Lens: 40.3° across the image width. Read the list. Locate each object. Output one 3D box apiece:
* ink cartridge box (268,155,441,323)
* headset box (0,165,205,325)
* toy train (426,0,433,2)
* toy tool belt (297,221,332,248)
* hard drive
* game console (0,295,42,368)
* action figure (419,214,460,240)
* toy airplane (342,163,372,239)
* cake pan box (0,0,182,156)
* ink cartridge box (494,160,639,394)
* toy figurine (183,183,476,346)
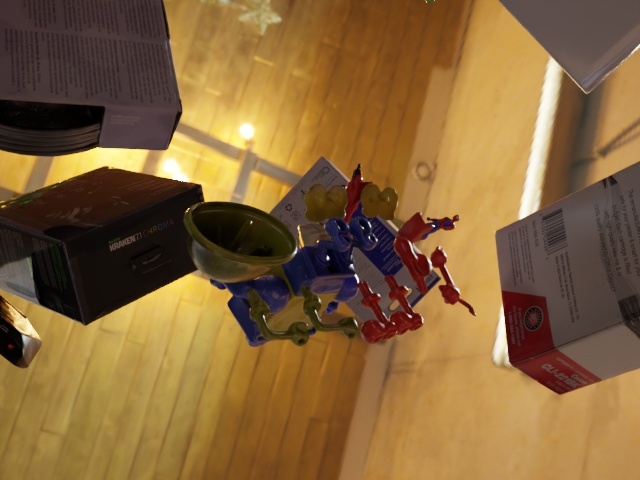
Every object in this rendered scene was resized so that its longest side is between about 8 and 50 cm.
[{"bbox_3d":[0.064,0.014,1.632,0.165,0.333,0.065,-45,161,10],"label":"ink cartridge box"},{"bbox_3d":[-0.333,-0.004,1.316,0.283,0.246,0.131,12,-61,41],"label":"headset box"},{"bbox_3d":[0.171,-0.363,1.221,0.083,0.024,0.017,-48,-151,-23],"label":"toy train"},{"bbox_3d":[0.000,0.000,1.140,0.083,0.051,0.052,102,-27,-77],"label":"toy tool belt"},{"bbox_3d":[0.343,-0.348,0.952,0.318,0.210,0.040,-43,167,17],"label":"hard drive"},{"bbox_3d":[-0.515,0.034,1.143,0.044,0.361,0.213,-50,-166,-11],"label":"game console"},{"bbox_3d":[0.202,-0.025,1.550,0.038,0.115,0.030,38,-44,46],"label":"action figure"},{"bbox_3d":[0.047,-0.048,1.373,0.151,0.028,0.151,-169,-90,-80],"label":"toy airplane"},{"bbox_3d":[-0.271,-0.202,0.832,0.070,0.245,0.267,119,-37,-51],"label":"cake pan box"},{"bbox_3d":[0.351,0.034,1.005,0.272,0.114,0.197,-30,-137,36],"label":"ink cartridge box"},{"bbox_3d":[-0.030,0.077,0.973,0.217,0.362,0.191,-45,-116,35],"label":"toy figurine"}]
